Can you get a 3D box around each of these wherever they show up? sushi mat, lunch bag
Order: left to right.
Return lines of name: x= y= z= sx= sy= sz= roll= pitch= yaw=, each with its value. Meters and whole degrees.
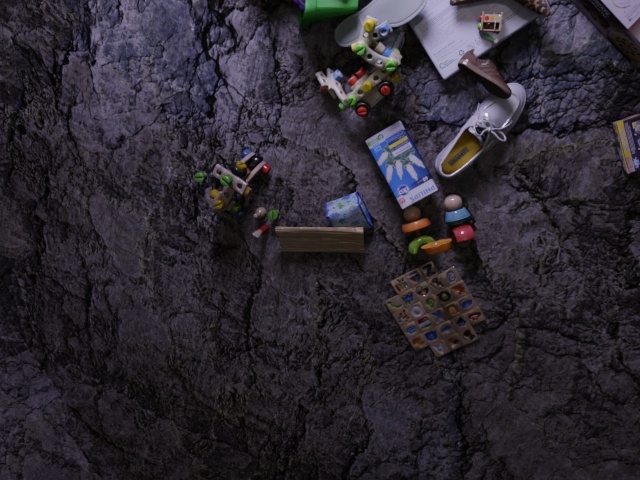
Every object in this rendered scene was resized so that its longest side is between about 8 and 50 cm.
sushi mat: x=0.000 y=0.000 z=1.785 sx=0.317 sy=0.019 sz=0.151 roll=0 pitch=148 yaw=10
lunch bag: x=0.101 y=-0.080 z=1.753 sx=0.129 sy=0.096 sz=0.151 roll=-19 pitch=129 yaw=15

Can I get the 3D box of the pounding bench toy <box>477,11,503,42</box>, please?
pounding bench toy: x=0.497 y=-0.627 z=1.483 sx=0.065 sy=0.052 sz=0.083 roll=6 pitch=105 yaw=10

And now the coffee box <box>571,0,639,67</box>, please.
coffee box: x=0.874 y=-0.642 z=1.421 sx=0.297 sy=0.168 sz=0.119 roll=45 pitch=108 yaw=-4

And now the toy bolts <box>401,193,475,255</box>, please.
toy bolts: x=0.394 y=-0.058 z=1.660 sx=0.229 sy=0.218 sz=0.158 roll=-18 pitch=95 yaw=-4

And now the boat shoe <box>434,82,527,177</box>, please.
boat shoe: x=0.502 y=-0.339 z=1.574 sx=0.136 sy=0.156 sz=0.367 roll=45 pitch=108 yaw=-3

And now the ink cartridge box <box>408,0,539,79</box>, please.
ink cartridge box: x=0.434 y=-0.722 z=1.534 sx=0.324 sy=0.071 sz=0.330 roll=-31 pitch=95 yaw=18

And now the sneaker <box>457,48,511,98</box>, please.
sneaker: x=0.507 y=-0.505 z=1.508 sx=0.188 sy=0.066 sz=0.071 roll=36 pitch=87 yaw=-1

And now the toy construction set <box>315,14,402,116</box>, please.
toy construction set: x=0.120 y=-0.516 z=1.546 sx=0.215 sy=0.151 sz=0.328 roll=40 pitch=144 yaw=-19

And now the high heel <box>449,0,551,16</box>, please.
high heel: x=0.509 y=-0.681 z=1.440 sx=0.186 sy=0.093 sz=0.261 roll=-43 pitch=78 yaw=14

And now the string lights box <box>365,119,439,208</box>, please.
string lights box: x=0.271 y=-0.246 z=1.659 sx=0.133 sy=0.077 sz=0.259 roll=-29 pitch=85 yaw=16

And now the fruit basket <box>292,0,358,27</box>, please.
fruit basket: x=-0.071 y=-0.848 z=1.509 sx=0.392 sy=0.283 sz=0.391 roll=-2 pitch=106 yaw=-7

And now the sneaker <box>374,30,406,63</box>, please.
sneaker: x=0.202 y=-0.589 z=1.620 sx=0.083 sy=0.071 sz=0.190 roll=30 pitch=105 yaw=16

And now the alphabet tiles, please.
alphabet tiles: x=0.414 y=0.253 z=1.824 sx=0.285 sy=0.011 sz=0.342 roll=-30 pitch=97 yaw=16

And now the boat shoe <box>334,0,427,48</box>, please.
boat shoe: x=0.189 y=-0.685 z=1.545 sx=0.303 sy=0.091 sz=0.114 roll=-11 pitch=97 yaw=28

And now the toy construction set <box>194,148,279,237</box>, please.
toy construction set: x=-0.281 y=-0.148 z=1.729 sx=0.258 sy=0.237 sz=0.308 roll=-30 pitch=98 yaw=16

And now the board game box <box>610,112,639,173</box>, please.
board game box: x=0.997 y=-0.308 z=1.549 sx=0.141 sy=0.048 sz=0.170 roll=-17 pitch=101 yaw=16
